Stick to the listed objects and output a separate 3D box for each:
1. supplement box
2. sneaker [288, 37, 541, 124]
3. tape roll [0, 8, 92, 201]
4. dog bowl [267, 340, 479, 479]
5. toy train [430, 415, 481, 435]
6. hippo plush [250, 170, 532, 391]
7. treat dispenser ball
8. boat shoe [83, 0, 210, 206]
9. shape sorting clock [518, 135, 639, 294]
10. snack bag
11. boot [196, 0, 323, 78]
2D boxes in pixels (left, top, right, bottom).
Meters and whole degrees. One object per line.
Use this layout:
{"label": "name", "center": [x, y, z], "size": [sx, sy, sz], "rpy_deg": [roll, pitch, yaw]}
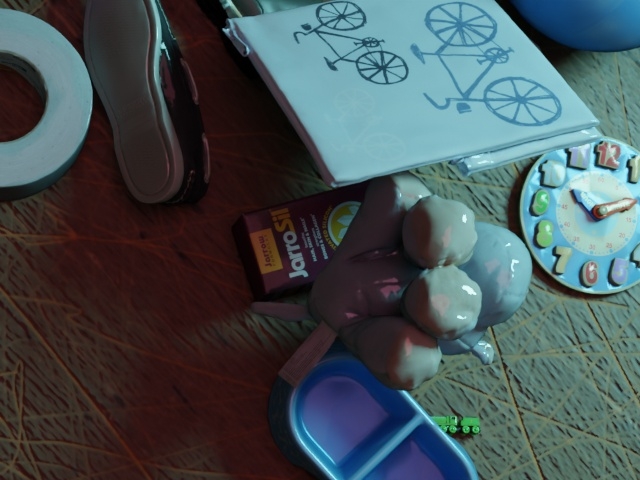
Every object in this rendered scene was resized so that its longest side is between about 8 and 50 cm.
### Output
{"label": "supplement box", "center": [0.000, 0.000, 1.861], "size": [0.188, 0.081, 0.104], "rpy_deg": [-15, 82, -15]}
{"label": "sneaker", "center": [0.102, -0.231, 1.913], "size": [0.366, 0.135, 0.150], "rpy_deg": [-9, 49, -29]}
{"label": "tape roll", "center": [-0.380, -0.159, 1.817], "size": [0.219, 0.072, 0.219], "rpy_deg": [3, 77, -13]}
{"label": "dog bowl", "center": [0.068, 0.249, 1.816], "size": [0.166, 0.074, 0.297], "rpy_deg": [-42, 89, -9]}
{"label": "toy train", "center": [0.155, 0.225, 1.881], "size": [0.083, 0.017, 0.023], "rpy_deg": [3, 67, -11]}
{"label": "hippo plush", "center": [0.126, 0.081, 1.735], "size": [0.236, 0.294, 0.234], "rpy_deg": [17, 34, -41]}
{"label": "treat dispenser ball", "center": [0.357, -0.377, 1.912], "size": [0.288, 0.288, 0.288], "rpy_deg": [3, 78, -12]}
{"label": "boat shoe", "center": [-0.206, -0.185, 1.854], "size": [0.114, 0.091, 0.302], "rpy_deg": [-14, 80, 30]}
{"label": "shape sorting clock", "center": [0.353, -0.034, 1.967], "size": [0.206, 0.040, 0.206], "rpy_deg": [3, 77, -12]}
{"label": "snack bag", "center": [0.099, -0.182, 1.756], "size": [0.343, 0.037, 0.323], "rpy_deg": [-15, 47, -20]}
{"label": "boot", "center": [-0.079, -0.317, 1.924], "size": [0.137, 0.077, 0.198], "rpy_deg": [-31, 99, -21]}
